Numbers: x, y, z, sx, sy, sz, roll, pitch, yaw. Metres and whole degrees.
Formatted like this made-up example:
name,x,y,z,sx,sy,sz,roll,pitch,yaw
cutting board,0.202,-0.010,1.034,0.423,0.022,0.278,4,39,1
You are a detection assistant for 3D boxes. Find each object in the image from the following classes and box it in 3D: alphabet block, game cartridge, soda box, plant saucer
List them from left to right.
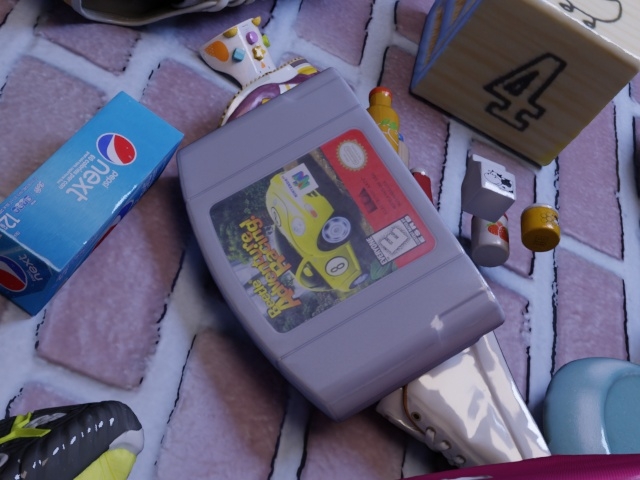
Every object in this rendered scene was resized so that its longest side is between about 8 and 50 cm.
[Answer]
name,x,y,z,sx,sy,sz,roll,pitch,yaw
soda box,-0.201,-0.036,0.915,0.071,0.067,0.210,36,43,-3
game cartridge,0.000,0.000,0.955,0.196,0.060,0.294,-32,66,-3
alphabet block,0.246,-0.243,1.299,0.197,0.193,0.192,27,46,-12
plant saucer,0.337,0.237,1.018,0.318,0.044,0.317,28,38,-24

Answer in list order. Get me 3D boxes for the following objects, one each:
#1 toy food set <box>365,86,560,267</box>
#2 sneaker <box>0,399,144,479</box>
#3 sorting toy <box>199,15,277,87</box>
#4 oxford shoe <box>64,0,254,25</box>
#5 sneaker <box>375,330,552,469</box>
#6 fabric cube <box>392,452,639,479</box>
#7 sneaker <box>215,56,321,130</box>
name,x,y,z,sx,sy,sz,roll,pitch,yaw
toy food set,0.132,-0.060,1.124,0.232,0.111,0.104,20,46,-15
sneaker,-0.232,0.231,0.647,0.385,0.145,0.147,-43,114,-49
sorting toy,-0.073,-0.192,1.161,0.083,0.045,0.075,-38,99,-46
oxford shoe,-0.091,-0.301,1.146,0.449,0.169,0.130,-11,58,-31
sneaker,0.122,0.169,0.959,0.123,0.106,0.290,-22,73,-6
fabric cube,0.165,0.272,0.707,0.258,0.254,0.259,-1,79,-33
sneaker,-0.034,-0.123,1.099,0.084,0.069,0.185,38,43,8
